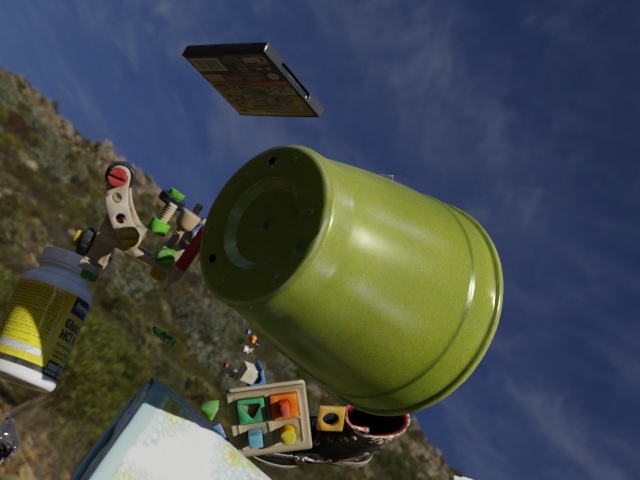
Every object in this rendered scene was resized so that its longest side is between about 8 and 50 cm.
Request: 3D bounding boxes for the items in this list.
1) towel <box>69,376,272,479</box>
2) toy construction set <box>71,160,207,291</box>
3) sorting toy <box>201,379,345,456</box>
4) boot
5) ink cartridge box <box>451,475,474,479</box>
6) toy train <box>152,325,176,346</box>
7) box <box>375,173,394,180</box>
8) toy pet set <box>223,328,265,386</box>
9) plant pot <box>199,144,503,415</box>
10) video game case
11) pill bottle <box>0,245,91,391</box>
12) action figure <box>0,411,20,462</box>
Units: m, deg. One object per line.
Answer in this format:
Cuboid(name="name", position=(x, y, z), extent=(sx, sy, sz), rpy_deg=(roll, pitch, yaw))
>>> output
Cuboid(name="towel", position=(-0.241, 0.440, 1.188), extent=(0.090, 0.374, 0.320), rpy_deg=(-30, -72, 37))
Cuboid(name="toy construction set", position=(-0.340, 0.016, 1.486), extent=(0.257, 0.237, 0.309), rpy_deg=(33, 2, -34))
Cuboid(name="sorting toy", position=(-0.114, 0.414, 1.758), extent=(0.047, 0.347, 0.196), rpy_deg=(-104, -173, -68))
Cuboid(name="boot", position=(0.018, 0.486, 1.969), extent=(0.284, 0.377, 0.138), rpy_deg=(130, -33, -50))
Cuboid(name="ink cartridge box", position=(0.301, 0.562, 1.586), extent=(0.090, 0.092, 0.143), rpy_deg=(-93, -159, -70))
Cuboid(name="toy train", position=(-0.355, 0.215, 1.746), extent=(0.083, 0.017, 0.024), rpy_deg=(22, -39, 41))
Cuboid(name="box", position=(0.000, 0.000, 1.710), extent=(0.343, 0.179, 0.313), rpy_deg=(-165, -101, -68))
Cuboid(name="toy pet set", position=(-0.173, 0.306, 1.923), extent=(0.122, 0.065, 0.114), rpy_deg=(-56, -148, 11))
Cuboid(name="plant pot", position=(0.023, 0.038, 1.144), extent=(0.366, 0.366, 0.353), rpy_deg=(25, -5, 46))
Cuboid(name="video game case", position=(-0.163, -0.386, 1.874), extent=(0.274, 0.035, 0.248), rpy_deg=(9, -23, 38))
Cuboid(name="pill bottle", position=(-0.690, 0.193, 1.927), extent=(0.188, 0.334, 0.188), rpy_deg=(16, -21, 6))
Cuboid(name="action figure", position=(-0.574, 0.246, 1.153), extent=(0.141, 0.164, 0.276), rpy_deg=(-89, 156, -57))
